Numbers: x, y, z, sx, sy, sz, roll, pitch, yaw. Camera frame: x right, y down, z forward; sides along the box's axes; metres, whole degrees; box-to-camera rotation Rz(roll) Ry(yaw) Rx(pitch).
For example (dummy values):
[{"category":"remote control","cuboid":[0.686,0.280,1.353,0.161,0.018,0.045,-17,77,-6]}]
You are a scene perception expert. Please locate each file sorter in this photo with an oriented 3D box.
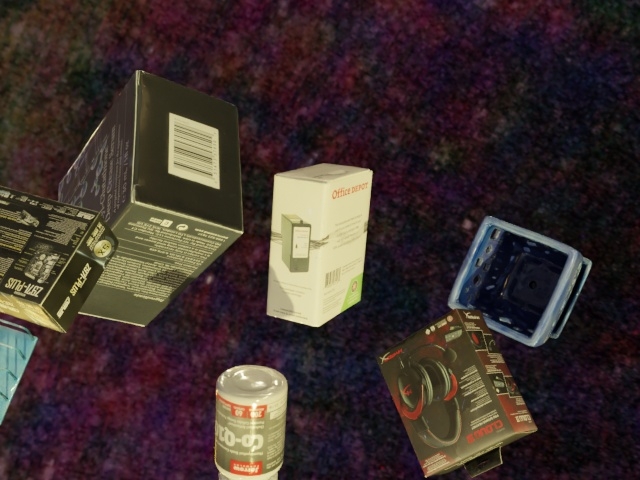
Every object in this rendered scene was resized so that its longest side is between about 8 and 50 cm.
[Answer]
[{"category":"file sorter","cuboid":[-0.599,0.223,1.442,0.104,0.118,0.170,121,167,-67]}]

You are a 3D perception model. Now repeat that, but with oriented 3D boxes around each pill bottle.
[{"category":"pill bottle","cuboid":[-0.161,0.443,1.844,0.161,0.161,0.283,-140,50,-60]}]

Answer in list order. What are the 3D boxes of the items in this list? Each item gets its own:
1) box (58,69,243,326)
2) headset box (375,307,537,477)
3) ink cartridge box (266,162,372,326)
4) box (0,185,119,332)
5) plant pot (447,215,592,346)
[{"category":"box","cuboid":[-0.334,-0.064,1.521,0.395,0.212,0.293,-41,44,42]},{"category":"headset box","cuboid":[0.269,0.313,1.598,0.218,0.110,0.293,-35,64,29]},{"category":"ink cartridge box","cuboid":[0.000,0.000,1.537,0.115,0.198,0.272,11,106,25]},{"category":"box","cuboid":[-0.385,0.021,1.067,0.180,0.077,0.147,14,60,19]},{"category":"plant pot","cuboid":[0.469,0.095,1.858,0.236,0.212,0.235,26,99,33]}]
